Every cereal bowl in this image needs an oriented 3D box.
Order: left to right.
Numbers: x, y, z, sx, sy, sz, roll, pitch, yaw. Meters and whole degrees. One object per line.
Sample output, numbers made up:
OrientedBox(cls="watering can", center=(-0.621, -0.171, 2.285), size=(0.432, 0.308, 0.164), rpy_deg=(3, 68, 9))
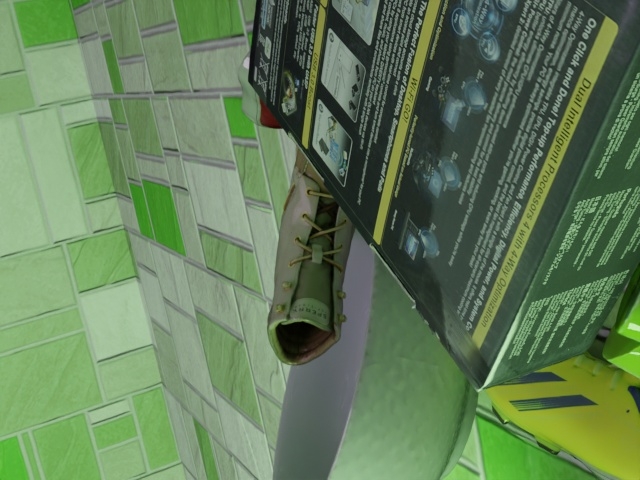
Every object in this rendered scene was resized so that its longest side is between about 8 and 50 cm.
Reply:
OrientedBox(cls="cereal bowl", center=(0.061, 0.141, 0.907), size=(0.339, 0.141, 0.338), rpy_deg=(-166, 90, -80))

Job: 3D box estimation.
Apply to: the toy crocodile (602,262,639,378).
OrientedBox(cls="toy crocodile", center=(0.249, -0.017, 0.500), size=(0.115, 0.105, 0.340), rpy_deg=(21, 137, 10))

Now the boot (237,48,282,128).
OrientedBox(cls="boot", center=(0.005, -0.129, 1.013), size=(0.176, 0.088, 0.244), rpy_deg=(37, 179, 2))

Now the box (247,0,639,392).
OrientedBox(cls="box", center=(0.079, -0.163, 0.489), size=(0.318, 0.097, 0.394), rpy_deg=(56, 149, 37))

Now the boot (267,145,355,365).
OrientedBox(cls="boot", center=(0.000, 0.000, 0.823), size=(0.213, 0.077, 0.165), rpy_deg=(109, 171, -52))

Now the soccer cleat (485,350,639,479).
OrientedBox(cls="soccer cleat", center=(0.217, 0.126, 0.689), size=(0.289, 0.094, 0.121), rpy_deg=(47, 137, 44))
